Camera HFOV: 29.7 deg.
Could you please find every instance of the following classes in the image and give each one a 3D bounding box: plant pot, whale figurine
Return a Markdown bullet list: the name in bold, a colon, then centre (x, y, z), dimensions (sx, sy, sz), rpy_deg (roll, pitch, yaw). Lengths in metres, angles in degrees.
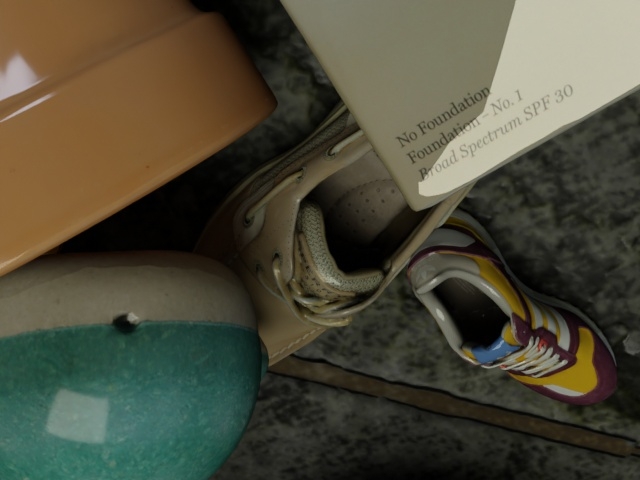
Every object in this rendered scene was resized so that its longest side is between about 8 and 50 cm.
- **plant pot**: centre (-0.197, -0.089, 0.628), dimensions (0.291, 0.291, 0.203), rpy_deg (-25, 100, 22)
- **whale figurine**: centre (-0.134, 0.098, 0.716), dimensions (0.216, 0.141, 0.272), rpy_deg (-2, 163, -20)

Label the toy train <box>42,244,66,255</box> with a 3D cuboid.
- **toy train**: centre (-0.238, 0.024, 0.832), dimensions (0.166, 0.046, 0.125), rpy_deg (9, 127, 4)

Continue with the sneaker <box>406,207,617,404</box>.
- **sneaker**: centre (0.124, 0.063, 0.783), dimensions (0.185, 0.084, 0.069), rpy_deg (39, 120, -17)

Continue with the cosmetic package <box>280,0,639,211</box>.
- **cosmetic package**: centre (0.036, -0.190, 0.559), dimensions (0.160, 0.113, 0.309), rpy_deg (-31, 97, 23)

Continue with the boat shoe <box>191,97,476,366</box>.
- **boat shoe**: centre (0.000, 0.000, 0.749), dimensions (0.109, 0.098, 0.302), rpy_deg (36, 120, -16)
